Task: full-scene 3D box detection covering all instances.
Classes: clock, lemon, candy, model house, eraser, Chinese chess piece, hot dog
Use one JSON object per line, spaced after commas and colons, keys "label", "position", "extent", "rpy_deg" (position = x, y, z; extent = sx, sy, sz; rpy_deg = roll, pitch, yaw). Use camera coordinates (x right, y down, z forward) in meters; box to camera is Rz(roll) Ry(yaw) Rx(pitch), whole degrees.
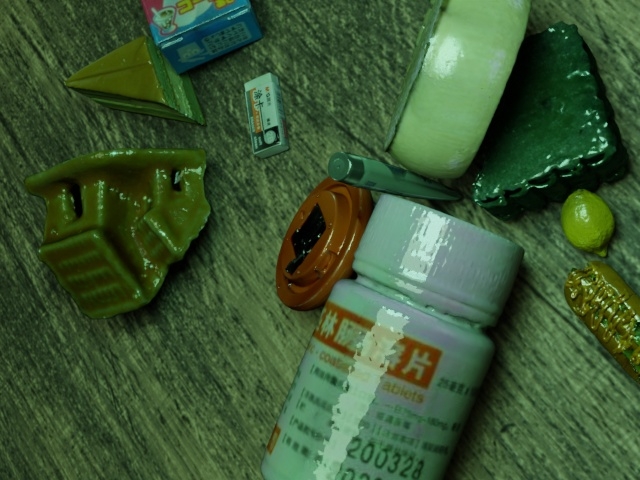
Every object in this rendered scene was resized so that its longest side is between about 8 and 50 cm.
{"label": "clock", "position": [0.000, 0.000, 1.437], "extent": [0.205, 0.051, 0.205], "rpy_deg": [-42, 33, 36]}
{"label": "lemon", "position": [0.330, -0.020, 1.289], "extent": [0.065, 0.065, 0.092], "rpy_deg": [-19, 105, 26]}
{"label": "candy", "position": [-0.216, -0.432, 1.663], "extent": [0.157, 0.100, 0.306], "rpy_deg": [-23, 68, 3]}
{"label": "model house", "position": [-0.295, -0.011, 1.591], "extent": [0.268, 0.173, 0.239], "rpy_deg": [-16, 70, 29]}
{"label": "eraser", "position": [-0.082, -0.190, 1.591], "extent": [0.052, 0.029, 0.122], "rpy_deg": [-18, 70, 26]}
{"label": "Chinese chess piece", "position": [0.167, -0.211, 1.309], "extent": [0.112, 0.270, 0.270], "rpy_deg": [20, 89, 0]}
{"label": "hot dog", "position": [0.357, 0.096, 1.250], "extent": [0.072, 0.055, 0.188], "rpy_deg": [-45, 61, 16]}

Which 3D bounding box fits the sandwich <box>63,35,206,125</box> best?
{"label": "sandwich", "position": [-0.300, -0.220, 1.675], "extent": [0.187, 0.117, 0.144], "rpy_deg": [-25, 64, 23]}

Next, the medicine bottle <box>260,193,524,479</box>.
{"label": "medicine bottle", "position": [0.093, 0.154, 1.296], "extent": [0.219, 0.219, 0.388], "rpy_deg": [24, 92, 32]}

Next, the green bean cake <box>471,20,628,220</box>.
{"label": "green bean cake", "position": [0.273, -0.148, 1.327], "extent": [0.193, 0.107, 0.208], "rpy_deg": [-22, 67, 27]}

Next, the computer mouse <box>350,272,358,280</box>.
{"label": "computer mouse", "position": [0.056, 0.081, 1.437], "extent": [0.079, 0.047, 0.135], "rpy_deg": [-35, 66, 21]}

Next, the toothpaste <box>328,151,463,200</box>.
{"label": "toothpaste", "position": [0.096, -0.075, 1.334], "extent": [0.062, 0.239, 0.039], "rpy_deg": [10, 90, 40]}
